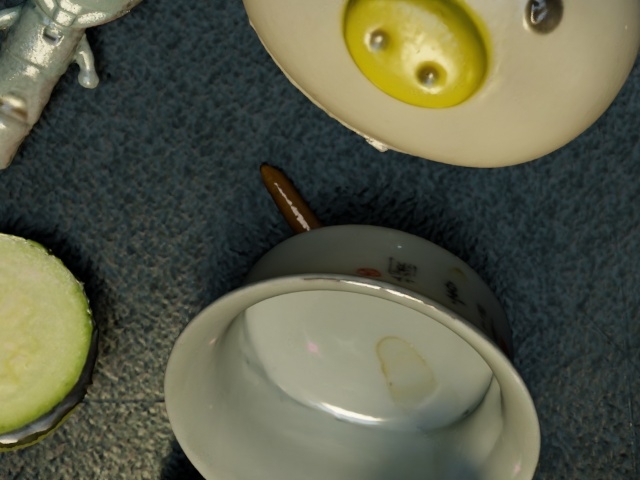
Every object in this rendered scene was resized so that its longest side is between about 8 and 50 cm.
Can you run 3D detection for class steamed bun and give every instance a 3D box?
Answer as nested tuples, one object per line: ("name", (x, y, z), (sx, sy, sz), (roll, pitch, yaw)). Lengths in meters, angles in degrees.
("steamed bun", (0.110, -0.238, 1.704), (0.374, 0.334, 0.334), (33, 98, -8))

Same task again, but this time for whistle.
("whistle", (-0.243, -0.224, 1.820), (0.142, 0.134, 0.346), (15, 114, -40))

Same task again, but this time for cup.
("cup", (0.041, 0.117, 1.799), (0.347, 0.163, 0.347), (8, 130, 9))

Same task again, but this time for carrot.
("carrot", (0.000, 0.000, 1.878), (0.037, 0.037, 0.190), (-41, 93, 7))

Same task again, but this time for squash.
("squash", (-0.318, 0.100, 1.888), (0.220, 0.133, 0.220), (0, 82, 1))
